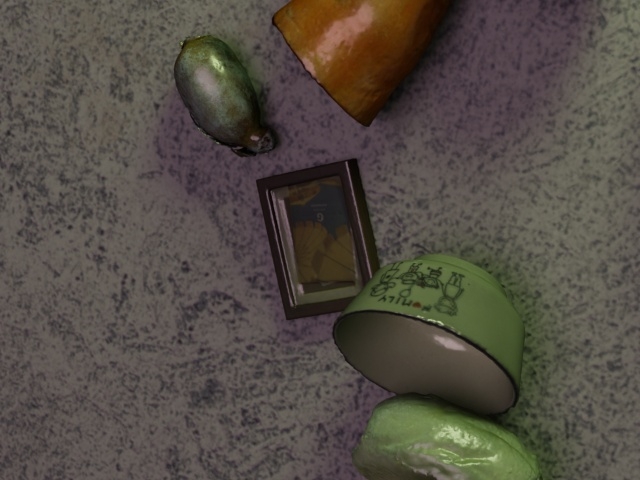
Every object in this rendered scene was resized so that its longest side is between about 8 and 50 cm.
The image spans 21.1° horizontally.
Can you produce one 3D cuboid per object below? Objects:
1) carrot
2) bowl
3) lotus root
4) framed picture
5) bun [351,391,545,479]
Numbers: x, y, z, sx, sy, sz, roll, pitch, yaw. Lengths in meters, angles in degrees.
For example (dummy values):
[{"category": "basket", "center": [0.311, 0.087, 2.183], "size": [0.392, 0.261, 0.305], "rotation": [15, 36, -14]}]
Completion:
[{"category": "carrot", "center": [0.070, -0.255, 1.836], "size": [0.225, 0.159, 0.159], "rotation": [-46, 75, 12]}, {"category": "bowl", "center": [0.128, 0.089, 1.836], "size": [0.211, 0.211, 0.112], "rotation": [9, 61, 28]}, {"category": "lotus root", "center": [-0.114, -0.164, 1.979], "size": [0.088, 0.088, 0.165], "rotation": [-29, 94, 30]}, {"category": "framed picture", "center": [0.000, 0.000, 1.971], "size": [0.128, 0.023, 0.168], "rotation": [-11, 93, 31]}, {"category": "bun", "center": [0.141, 0.237, 1.852], "size": [0.221, 0.221, 0.108], "rotation": [19, 72, 26]}]
